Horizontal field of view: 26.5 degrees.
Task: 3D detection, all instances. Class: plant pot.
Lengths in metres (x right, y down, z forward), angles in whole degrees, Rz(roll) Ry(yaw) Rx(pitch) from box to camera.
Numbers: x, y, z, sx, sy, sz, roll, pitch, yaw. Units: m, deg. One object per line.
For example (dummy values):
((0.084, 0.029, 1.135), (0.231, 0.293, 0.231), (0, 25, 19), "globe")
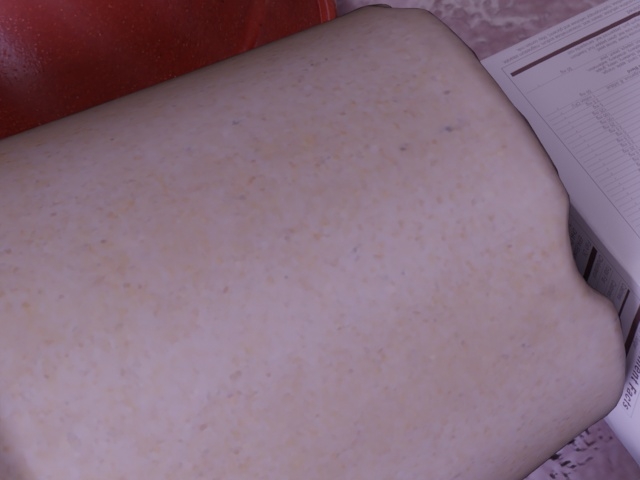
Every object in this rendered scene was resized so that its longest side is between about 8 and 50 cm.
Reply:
((-0.170, -0.148, 0.779), (0.272, 0.265, 0.272), (-16, 55, 25), "plant pot")
((-0.045, 0.055, 0.624), (0.305, 0.334, 0.334), (-28, 61, -8), "plant pot")

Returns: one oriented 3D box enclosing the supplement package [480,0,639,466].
((0.186, 0.012, 0.656), (0.139, 0.134, 0.244), (-26, 60, -13), "supplement package")
